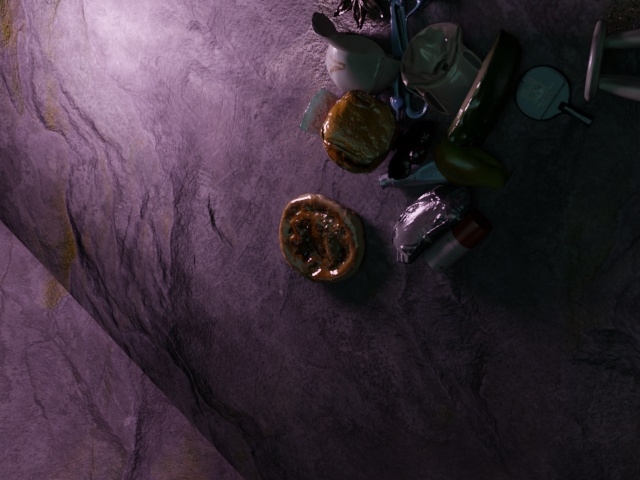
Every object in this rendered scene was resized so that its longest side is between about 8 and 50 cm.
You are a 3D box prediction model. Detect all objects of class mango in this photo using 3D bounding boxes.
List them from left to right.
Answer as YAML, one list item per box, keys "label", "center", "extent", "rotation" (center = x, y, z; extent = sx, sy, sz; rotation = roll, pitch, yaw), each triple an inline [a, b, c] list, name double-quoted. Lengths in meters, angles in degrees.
- label: "mango"
  center: [0.443, -0.221, 1.798]
  extent: [0.232, 0.111, 0.125]
  rotation: [30, 133, 4]

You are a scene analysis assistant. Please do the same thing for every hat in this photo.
- label: "hat"
  center: [0.074, -0.542, 1.788]
  extent: [0.257, 0.301, 0.168]
  rotation: [35, 103, 31]
- label: "hat"
  center: [0.365, -0.499, 1.760]
  extent: [0.219, 0.164, 0.226]
  rotation: [-43, 124, 16]

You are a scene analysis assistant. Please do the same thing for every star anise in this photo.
- label: "star anise"
  center: [0.124, -0.736, 1.826]
  extent: [0.207, 0.063, 0.172]
  rotation: [-19, 102, 31]

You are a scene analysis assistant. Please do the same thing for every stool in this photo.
- label: "stool"
  center: [0.765, -0.434, 1.470]
  extent: [0.198, 0.195, 0.196]
  rotation: [12, 113, 26]

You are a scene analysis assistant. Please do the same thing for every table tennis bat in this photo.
- label: "table tennis bat"
  center: [0.648, -0.387, 1.663]
  extent: [0.236, 0.027, 0.150]
  rotation: [38, 123, 17]

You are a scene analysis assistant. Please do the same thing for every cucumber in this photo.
- label: "cucumber"
  center: [0.474, -0.411, 1.679]
  extent: [0.145, 0.105, 0.326]
  rotation: [17, 117, -12]

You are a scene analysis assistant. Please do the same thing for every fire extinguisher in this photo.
- label: "fire extinguisher"
  center: [0.303, -0.441, 1.803]
  extent: [0.100, 0.032, 0.046]
  rotation: [34, 137, 13]

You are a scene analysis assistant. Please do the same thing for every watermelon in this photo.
- label: "watermelon"
  center: [0.072, -0.389, 1.980]
  extent: [0.241, 0.094, 0.154]
  rotation: [30, 111, 17]

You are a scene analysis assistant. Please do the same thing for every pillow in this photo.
- label: "pillow"
  center: [0.342, -0.059, 1.908]
  extent: [0.335, 0.092, 0.162]
  rotation: [-45, 52, 34]

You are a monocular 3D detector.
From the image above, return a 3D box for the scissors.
- label: "scissors"
  center: [0.243, -0.543, 1.840]
  extent: [0.180, 0.032, 0.393]
  rotation: [4, 111, 28]

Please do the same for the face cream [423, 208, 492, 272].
- label: "face cream"
  center: [0.431, 0.003, 1.893]
  extent: [0.096, 0.096, 0.214]
  rotation: [48, 124, 7]

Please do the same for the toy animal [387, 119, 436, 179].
- label: "toy animal"
  center: [0.268, -0.279, 1.827]
  extent: [0.116, 0.179, 0.219]
  rotation: [36, 102, 0]

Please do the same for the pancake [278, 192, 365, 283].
- label: "pancake"
  center: [0.001, -0.001, 2.170]
  extent: [0.355, 0.065, 0.357]
  rotation: [9, 111, 24]

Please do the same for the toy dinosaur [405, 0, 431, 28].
- label: "toy dinosaur"
  center: [0.290, -0.717, 1.735]
  extent: [0.080, 0.045, 0.198]
  rotation: [27, 110, 2]

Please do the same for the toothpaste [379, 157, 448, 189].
- label: "toothpaste"
  center: [0.304, -0.210, 1.921]
  extent: [0.234, 0.057, 0.090]
  rotation: [-9, 102, 27]

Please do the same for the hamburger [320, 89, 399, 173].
- label: "hamburger"
  center: [0.120, -0.329, 1.855]
  extent: [0.244, 0.163, 0.245]
  rotation: [0, 90, 11]
